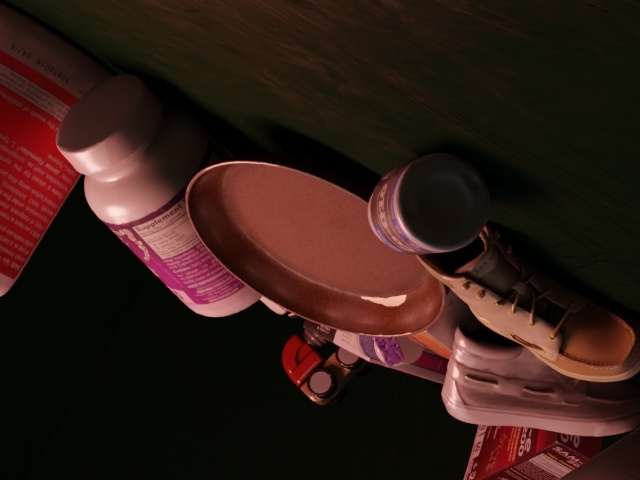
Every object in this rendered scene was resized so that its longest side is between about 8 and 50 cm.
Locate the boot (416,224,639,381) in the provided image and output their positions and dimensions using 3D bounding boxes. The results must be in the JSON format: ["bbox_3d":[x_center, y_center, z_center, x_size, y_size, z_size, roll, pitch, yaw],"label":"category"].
[{"bbox_3d":[0.193,0.052,1.122,0.213,0.077,0.165,25,169,44],"label":"boot"}]

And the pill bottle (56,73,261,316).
[{"bbox_3d":[-0.178,-0.055,1.451,0.169,0.169,0.301,23,158,49],"label":"pill bottle"}]

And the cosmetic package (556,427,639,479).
[{"bbox_3d":[0.412,0.429,1.305,0.329,0.327,0.393,25,-165,28],"label":"cosmetic package"}]

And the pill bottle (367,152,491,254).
[{"bbox_3d":[0.084,-0.027,0.984,0.078,0.078,0.137,31,173,-7],"label":"pill bottle"}]

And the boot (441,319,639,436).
[{"bbox_3d":[0.276,0.152,1.399,0.258,0.123,0.095,1,-148,-5],"label":"boot"}]

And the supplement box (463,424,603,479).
[{"bbox_3d":[0.294,0.270,1.633,0.073,0.130,0.239,30,145,-11],"label":"supplement box"}]

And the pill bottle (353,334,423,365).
[{"bbox_3d":[0.098,0.141,1.684,0.067,0.067,0.120,33,172,-20],"label":"pill bottle"}]

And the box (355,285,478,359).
[{"bbox_3d":[0.141,0.079,1.470,0.130,0.091,0.170,25,171,40],"label":"box"}]

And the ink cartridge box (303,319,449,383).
[{"bbox_3d":[0.161,0.186,2.010,0.371,0.069,0.175,18,-178,-40],"label":"ink cartridge box"}]

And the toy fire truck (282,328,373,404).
[{"bbox_3d":[-0.008,0.174,2.385,0.246,0.217,0.158,44,178,21],"label":"toy fire truck"}]

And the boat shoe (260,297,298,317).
[{"bbox_3d":[-0.110,-0.044,1.663,0.340,0.127,0.158,39,148,-7],"label":"boat shoe"}]

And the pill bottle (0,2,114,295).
[{"bbox_3d":[-0.439,-0.074,1.493,0.229,0.408,0.229,30,173,4],"label":"pill bottle"}]

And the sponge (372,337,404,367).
[{"bbox_3d":[0.050,0.064,1.555,0.117,0.031,0.210,62,179,46],"label":"sponge"}]

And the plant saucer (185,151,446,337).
[{"bbox_3d":[0.000,0.000,1.318,0.310,0.050,0.310,21,151,12],"label":"plant saucer"}]
